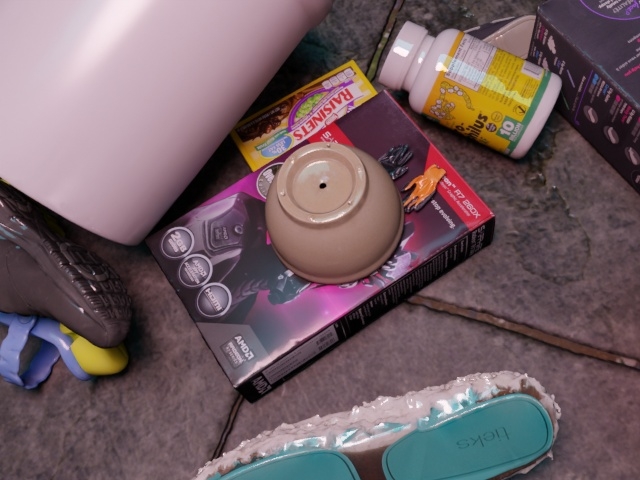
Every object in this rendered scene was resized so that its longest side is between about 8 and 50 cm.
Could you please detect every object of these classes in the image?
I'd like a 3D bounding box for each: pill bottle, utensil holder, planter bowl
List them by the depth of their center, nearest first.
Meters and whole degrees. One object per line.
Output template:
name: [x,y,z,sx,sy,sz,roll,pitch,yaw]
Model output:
planter bowl: [0.008,-0.044,0.852,0.162,0.109,0.162,-4,68,10]
utensil holder: [-0.229,-0.234,0.919,0.328,0.327,0.385,38,91,21]
pill bottle: [0.186,-0.197,0.976,0.209,0.117,0.117,26,72,4]

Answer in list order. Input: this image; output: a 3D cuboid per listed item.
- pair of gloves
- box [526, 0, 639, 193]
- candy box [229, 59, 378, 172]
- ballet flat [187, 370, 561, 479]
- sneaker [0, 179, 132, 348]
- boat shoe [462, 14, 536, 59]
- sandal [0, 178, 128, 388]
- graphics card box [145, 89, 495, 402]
pair of gloves: [0.100,-0.074,0.913,0.083,0.010,0.074,38,78,22]
box: [0.407,-0.200,0.952,0.165,0.143,0.270,-33,67,-7]
candy box: [-0.015,-0.161,1.058,0.206,0.027,0.105,-30,69,-6]
ballet flat: [0.053,0.236,0.827,0.409,0.147,0.146,-15,65,-1]
sneaker: [-0.331,0.041,0.864,0.286,0.109,0.130,37,93,21]
boat shoe: [0.209,-0.256,1.063,0.206,0.075,0.065,-22,22,4]
sandal: [-0.371,0.058,0.964,0.138,0.126,0.317,-32,65,-2]
graphics card box: [0.000,0.000,0.950,0.371,0.094,0.232,-33,67,-6]
